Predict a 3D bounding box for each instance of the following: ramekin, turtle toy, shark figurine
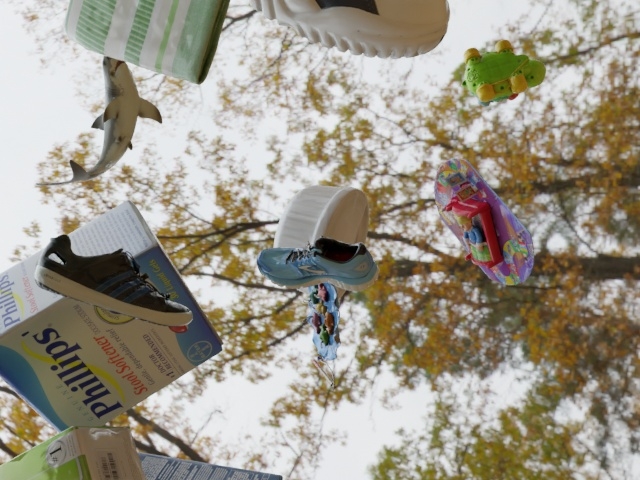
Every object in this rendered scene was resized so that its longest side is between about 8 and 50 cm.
[{"bbox_3d":[0.000,0.000,1.565,0.273,0.127,0.272,-47,-34,-47],"label":"ramekin"},{"bbox_3d":[0.277,-0.248,1.057,0.066,0.130,0.095,70,-172,-63],"label":"turtle toy"},{"bbox_3d":[-0.404,-0.198,1.295,0.166,0.116,0.278,40,-119,-54],"label":"shark figurine"}]

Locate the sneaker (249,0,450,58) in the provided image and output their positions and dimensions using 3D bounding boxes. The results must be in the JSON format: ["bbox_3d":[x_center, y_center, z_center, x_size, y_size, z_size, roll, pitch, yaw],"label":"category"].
[{"bbox_3d":[-0.005,-0.207,0.323,0.094,0.153,0.235,-20,-115,-34],"label":"sneaker"}]

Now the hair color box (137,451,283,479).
[{"bbox_3d":[-0.254,0.525,1.345,0.105,0.348,0.173,-52,-34,-72],"label":"hair color box"}]

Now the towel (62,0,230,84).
[{"bbox_3d":[-0.247,-0.377,1.014,0.038,0.325,0.247,9,-78,-57],"label":"towel"}]

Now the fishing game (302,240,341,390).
[{"bbox_3d":[-0.004,0.145,1.341,0.041,0.189,0.263,-6,-74,-18],"label":"fishing game"}]

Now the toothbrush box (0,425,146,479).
[{"bbox_3d":[-0.361,0.391,0.898,0.122,0.283,0.206,32,-148,-63],"label":"toothbrush box"}]

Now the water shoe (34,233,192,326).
[{"bbox_3d":[-0.249,0.051,0.880,0.203,0.073,0.080,21,-100,-22],"label":"water shoe"}]

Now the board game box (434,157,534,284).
[{"bbox_3d":[0.177,-0.013,0.825,0.033,0.133,0.168,-29,-110,-19],"label":"board game box"}]

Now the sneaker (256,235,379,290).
[{"bbox_3d":[-0.007,0.019,0.904,0.073,0.162,0.063,74,-158,-45],"label":"sneaker"}]

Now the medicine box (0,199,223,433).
[{"bbox_3d":[-0.347,0.131,1.106,0.289,0.149,0.263,-32,-47,-11],"label":"medicine box"}]
